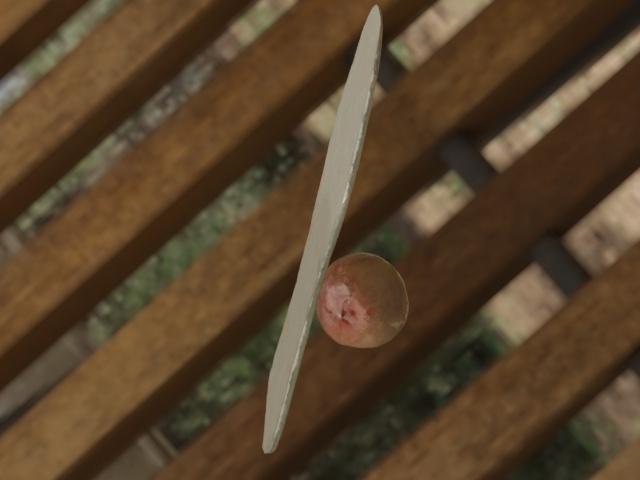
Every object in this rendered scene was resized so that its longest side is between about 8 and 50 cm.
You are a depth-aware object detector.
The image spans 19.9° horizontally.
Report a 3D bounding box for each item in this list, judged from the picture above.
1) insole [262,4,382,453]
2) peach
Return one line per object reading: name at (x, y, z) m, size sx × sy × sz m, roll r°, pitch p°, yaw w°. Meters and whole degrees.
insole at (0.000, 0.000, 0.733) m, size 0.004 × 0.197 × 0.065 m, roll 11°, pitch -157°, yaw -9°
peach at (0.033, 0.051, 1.522) m, size 0.083 × 0.083 × 0.083 m, roll 48°, pitch -178°, yaw -3°
